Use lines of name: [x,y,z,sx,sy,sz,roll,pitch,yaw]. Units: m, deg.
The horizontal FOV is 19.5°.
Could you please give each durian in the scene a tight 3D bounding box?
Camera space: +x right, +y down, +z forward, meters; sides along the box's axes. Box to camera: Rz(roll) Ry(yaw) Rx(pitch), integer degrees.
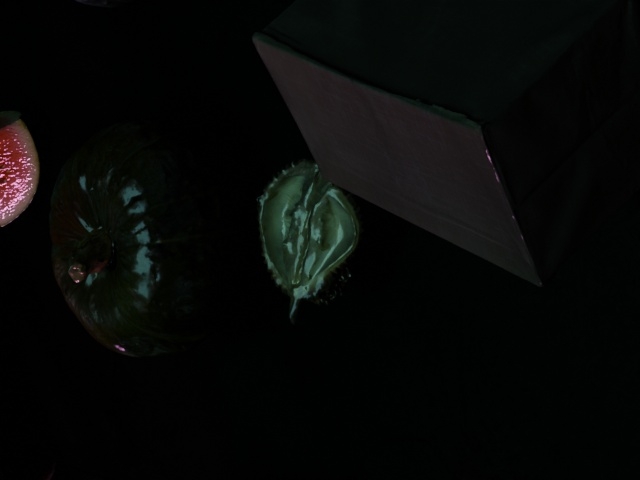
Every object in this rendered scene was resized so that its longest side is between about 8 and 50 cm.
durian: [0.003,0.001,1.537,0.110,0.071,0.140,19,105,43]

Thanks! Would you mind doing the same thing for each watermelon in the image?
watermelon: [-0.349,-0.094,1.951,0.135,0.094,0.125,-48,57,45]

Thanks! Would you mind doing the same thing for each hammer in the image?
hammer: [-0.319,0.423,2.111,0.409,0.095,0.242,61,142,14]

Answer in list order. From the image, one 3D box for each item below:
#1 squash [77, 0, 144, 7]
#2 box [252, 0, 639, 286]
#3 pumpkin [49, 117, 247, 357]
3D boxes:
squash: [-0.190,-0.304,1.592,0.218,0.172,0.218,-1,88,39]
box: [0.100,-0.099,1.265,0.231,0.149,0.155,28,154,46]
pumpkin: [-0.169,0.006,1.695,0.219,0.162,0.219,18,115,44]
